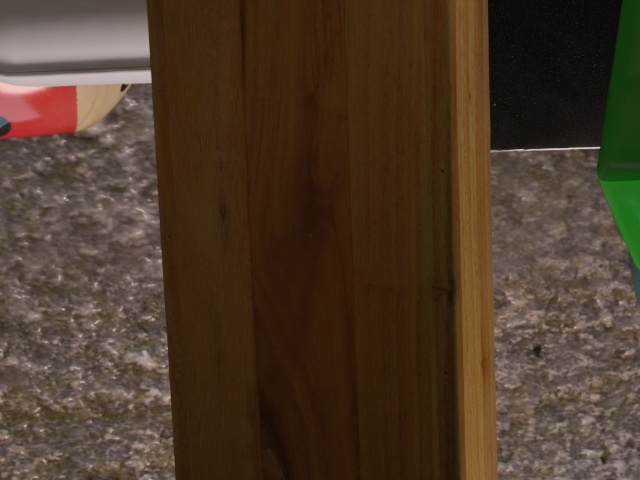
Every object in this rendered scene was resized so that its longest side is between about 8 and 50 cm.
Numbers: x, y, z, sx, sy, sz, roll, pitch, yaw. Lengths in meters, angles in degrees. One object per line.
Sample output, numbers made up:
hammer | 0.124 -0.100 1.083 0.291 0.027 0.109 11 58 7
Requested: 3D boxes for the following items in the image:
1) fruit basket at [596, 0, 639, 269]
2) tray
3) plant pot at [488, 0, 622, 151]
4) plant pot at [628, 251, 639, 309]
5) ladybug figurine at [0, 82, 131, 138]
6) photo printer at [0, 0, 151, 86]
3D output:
fruit basket | 0.307 -0.049 0.458 0.283 0.392 0.392 5 -168 41
tray | 0.000 0.000 0.721 0.203 0.410 0.076 2 -169 27
plant pot | 0.163 -0.153 0.854 0.188 0.166 0.187 -2 -171 11
plant pot | 0.342 -0.074 0.816 0.290 0.195 0.290 -20 -169 4
ladybug figurine | -0.404 -0.189 1.240 0.450 0.161 0.305 -5 -171 -14
photo printer | -0.141 -0.188 0.984 0.308 0.107 0.256 -1 -171 8
